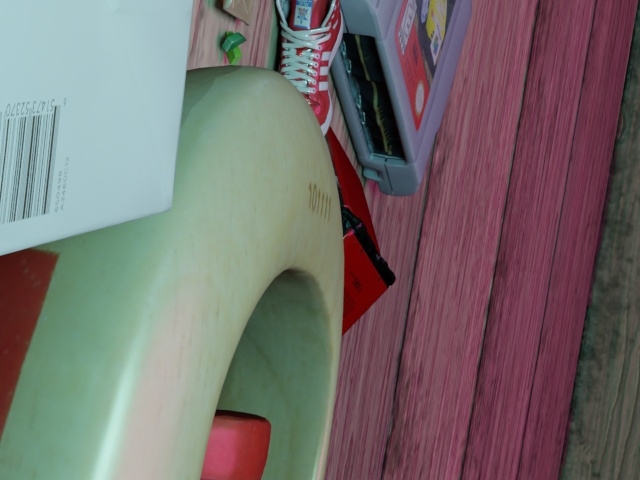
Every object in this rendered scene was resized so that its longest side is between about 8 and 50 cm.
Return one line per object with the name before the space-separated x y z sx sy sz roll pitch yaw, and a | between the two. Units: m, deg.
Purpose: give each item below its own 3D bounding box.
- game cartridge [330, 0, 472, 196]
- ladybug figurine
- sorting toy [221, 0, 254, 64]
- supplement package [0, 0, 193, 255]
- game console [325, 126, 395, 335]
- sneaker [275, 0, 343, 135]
game cartridge | 0.060 -0.185 1.482 0.294 0.060 0.196 70 30 -62
ladybug figurine | -0.107 0.138 0.879 0.305 0.162 0.449 35 66 -74
sorting toy | -0.050 -0.147 1.179 0.062 0.012 0.083 21 76 -79
supplement package | -0.146 -0.104 0.612 0.262 0.145 0.204 -20 118 -72
game console | 0.000 0.000 1.453 0.124 0.085 0.144 -46 159 -4
sneaker | -0.011 -0.119 1.282 0.067 0.042 0.118 80 18 -61
